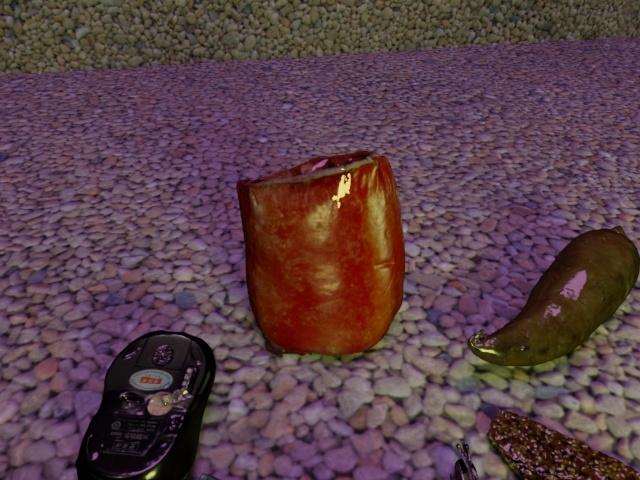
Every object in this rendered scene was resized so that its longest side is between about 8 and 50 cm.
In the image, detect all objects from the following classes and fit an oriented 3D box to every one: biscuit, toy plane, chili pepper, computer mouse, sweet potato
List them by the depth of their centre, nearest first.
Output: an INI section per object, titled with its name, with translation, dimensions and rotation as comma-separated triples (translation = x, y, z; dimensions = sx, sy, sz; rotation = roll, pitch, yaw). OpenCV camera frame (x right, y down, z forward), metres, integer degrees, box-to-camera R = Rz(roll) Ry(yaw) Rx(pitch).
[toy plane]
translation = 0.179, 0.303, 0.607
dimensions = 0.031, 0.049, 0.121
rotation = -4, 54, -7
[biscuit]
translation = 0.311, 0.301, 0.630
dimensions = 0.236, 0.026, 0.131
rotation = 22, 39, 25
[computer mouse]
translation = -0.214, 0.222, 0.666
dimensions = 0.137, 0.096, 0.233
rotation = 2, 40, 9
[chili pepper]
translation = 0.000, 0.000, 0.809
dimensions = 0.251, 0.306, 0.229
rotation = 5, 29, 22
[sweet potato]
translation = 0.393, 0.097, 0.836
dimensions = 0.422, 0.131, 0.130
rotation = -31, 46, -28

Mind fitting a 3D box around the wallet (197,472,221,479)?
[wallet]
translation = -0.099, 0.326, 0.582
dimensions = 0.129, 0.026, 0.088
rotation = 15, 42, 16
